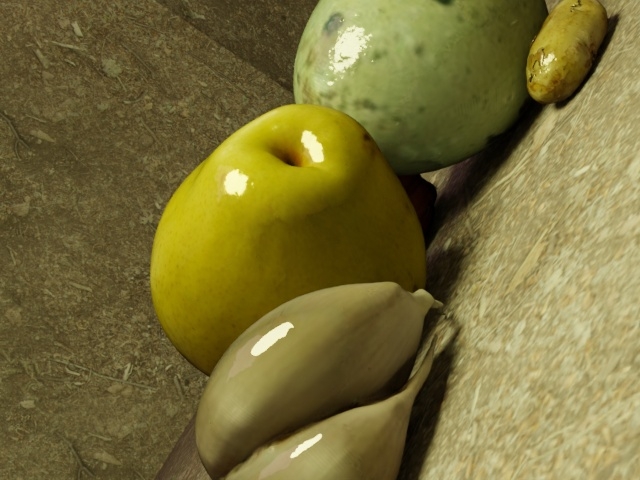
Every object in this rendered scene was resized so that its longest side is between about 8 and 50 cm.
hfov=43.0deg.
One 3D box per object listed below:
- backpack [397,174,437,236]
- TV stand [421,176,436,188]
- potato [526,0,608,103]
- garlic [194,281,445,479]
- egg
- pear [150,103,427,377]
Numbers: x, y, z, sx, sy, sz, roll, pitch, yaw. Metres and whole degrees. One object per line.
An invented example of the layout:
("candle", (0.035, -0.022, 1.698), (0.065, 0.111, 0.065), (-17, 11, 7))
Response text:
("backpack", (0.107, -0.033, 1.360), (0.229, 0.139, 0.229), (-57, 5, 7))
("TV stand", (0.107, -0.004, 1.516), (0.269, 0.083, 0.088), (-57, 7, -11))
("potato", (0.323, -0.254, 1.079), (0.170, 0.080, 0.107), (-57, 17, -21))
("garlic", (0.024, 0.191, 0.833), (0.340, 0.231, 0.246), (-41, -40, -2))
("egg", (0.146, -0.275, 1.225), (0.428, 0.345, 0.345), (-34, -2, -19))
("pear", (-0.043, 0.032, 1.076), (0.418, 0.362, 0.362), (97, -164, -46))
